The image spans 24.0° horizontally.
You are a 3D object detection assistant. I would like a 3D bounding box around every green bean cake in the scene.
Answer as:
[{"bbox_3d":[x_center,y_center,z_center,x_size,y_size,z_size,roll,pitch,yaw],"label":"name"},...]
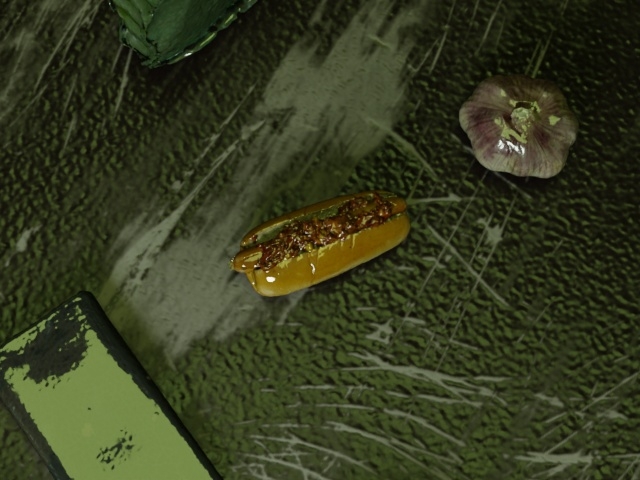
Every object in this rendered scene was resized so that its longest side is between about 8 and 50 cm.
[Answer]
[{"bbox_3d":[-0.171,-0.367,1.983,0.132,0.241,0.255,42,75,10],"label":"green bean cake"}]

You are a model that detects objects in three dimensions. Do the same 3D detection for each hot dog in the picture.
[{"bbox_3d":[0.000,0.000,1.949,0.249,0.076,0.102,-20,76,-10],"label":"hot dog"}]

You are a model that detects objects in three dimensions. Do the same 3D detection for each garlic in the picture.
[{"bbox_3d":[0.267,-0.155,2.000,0.159,0.102,0.147,40,73,10],"label":"garlic"}]

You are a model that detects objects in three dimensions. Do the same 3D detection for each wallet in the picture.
[{"bbox_3d":[-0.273,0.232,1.875,0.170,0.044,0.321,-34,79,-12],"label":"wallet"}]
